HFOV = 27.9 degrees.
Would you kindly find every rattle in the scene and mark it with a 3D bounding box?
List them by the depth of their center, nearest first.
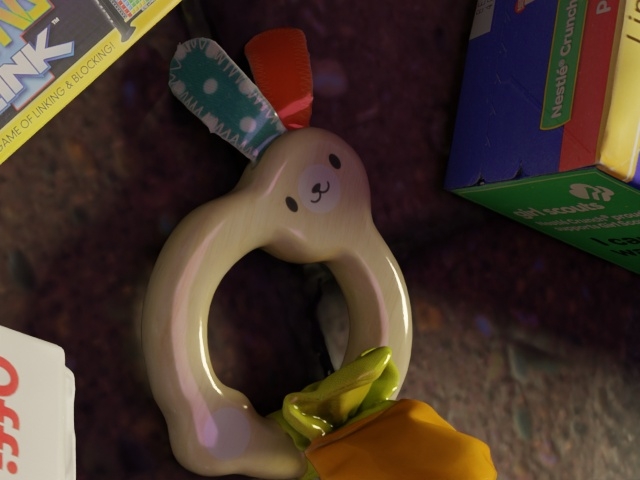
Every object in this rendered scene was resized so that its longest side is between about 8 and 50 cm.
[{"bbox_3d":[0.000,0.000,0.515,0.130,0.143,0.200,7,85,-12],"label":"rattle"}]

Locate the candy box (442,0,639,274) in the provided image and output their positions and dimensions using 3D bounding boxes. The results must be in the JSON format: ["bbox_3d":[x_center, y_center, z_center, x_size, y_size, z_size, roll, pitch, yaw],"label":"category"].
[{"bbox_3d":[0.239,-0.102,0.683,0.317,0.122,0.268,20,74,-27],"label":"candy box"}]

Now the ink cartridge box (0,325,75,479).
[{"bbox_3d":[-0.185,0.076,0.303,0.237,0.100,0.172,24,34,-29],"label":"ink cartridge box"}]

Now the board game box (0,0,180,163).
[{"bbox_3d":[-0.120,-0.058,0.442,0.048,0.141,0.170,50,61,-17],"label":"board game box"}]
